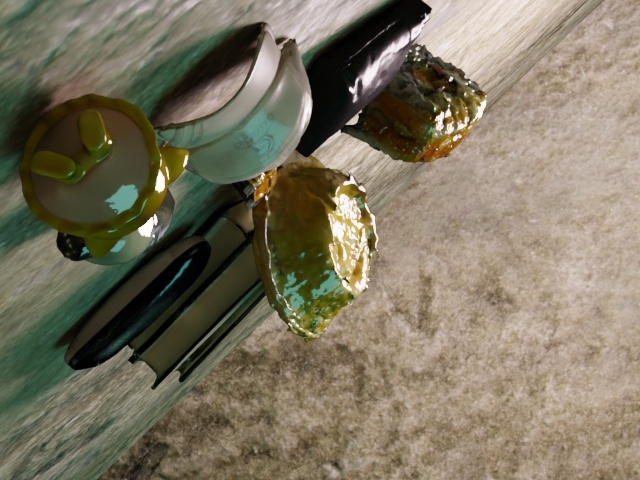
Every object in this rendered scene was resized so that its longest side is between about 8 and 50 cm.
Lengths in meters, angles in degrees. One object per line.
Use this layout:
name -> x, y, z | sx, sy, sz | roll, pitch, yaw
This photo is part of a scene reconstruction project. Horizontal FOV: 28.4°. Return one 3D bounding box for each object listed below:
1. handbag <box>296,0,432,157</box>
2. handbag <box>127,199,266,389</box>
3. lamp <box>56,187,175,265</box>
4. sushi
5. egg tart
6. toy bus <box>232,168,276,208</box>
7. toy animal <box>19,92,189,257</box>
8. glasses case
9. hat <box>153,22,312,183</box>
handbag -> 0.057, -0.243, 1.909 | 0.223, 0.080, 0.247 | -38, 173, -29
handbag -> -0.191, 0.088, 2.287 | 0.358, 0.160, 0.237 | -45, 179, 20
lamp -> -0.241, -0.024, 1.535 | 0.101, 0.101, 0.250 | -45, 175, 23
sushi -> 0.162, -0.232, 2.163 | 0.139, 0.184, 0.274 | -52, 164, 32
egg tart -> 0.000, 0.000, 2.122 | 0.132, 0.345, 0.345 | -4, -170, 24
toy bus -> -0.105, -0.104, 1.917 | 0.074, 0.069, 0.162 | -41, 175, -9
toy animal -> -0.217, -0.068, 1.251 | 0.156, 0.156, 0.230 | -42, 170, 0
glasses case -> -0.302, 0.105, 2.096 | 0.314, 0.075, 0.122 | -43, 171, 13
hat -> -0.080, -0.146, 1.532 | 0.219, 0.164, 0.226 | -43, -166, 1
